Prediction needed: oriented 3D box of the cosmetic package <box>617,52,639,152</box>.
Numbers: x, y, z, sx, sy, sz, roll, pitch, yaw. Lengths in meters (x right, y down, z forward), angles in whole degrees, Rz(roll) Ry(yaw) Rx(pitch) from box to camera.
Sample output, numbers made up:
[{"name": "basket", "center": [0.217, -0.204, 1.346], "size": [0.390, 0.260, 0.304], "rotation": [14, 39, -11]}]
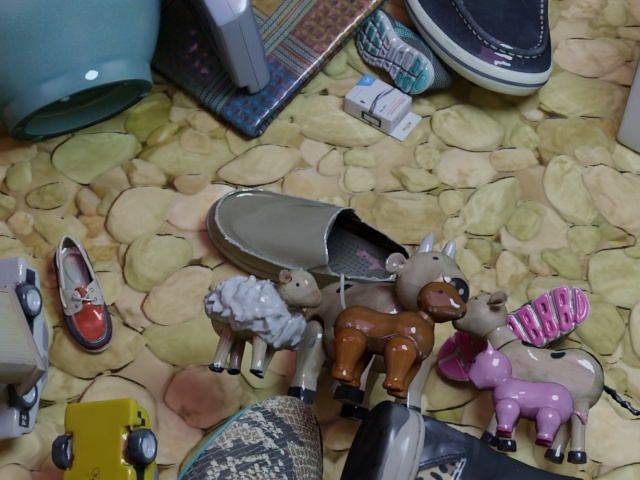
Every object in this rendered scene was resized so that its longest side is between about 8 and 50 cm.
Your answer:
[{"name": "cosmetic package", "center": [0.594, -0.256, 1.645], "size": [0.329, 0.327, 0.394], "rotation": [33, 59, 20]}]

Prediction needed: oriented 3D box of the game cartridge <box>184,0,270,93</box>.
[{"name": "game cartridge", "center": [-0.149, -0.328, 1.688], "size": [0.060, 0.196, 0.294], "rotation": [-30, 67, -2]}]

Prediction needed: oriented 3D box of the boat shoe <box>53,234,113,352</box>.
[{"name": "boat shoe", "center": [-0.256, 0.057, 1.567], "size": [0.049, 0.043, 0.137], "rotation": [-13, 57, -13]}]

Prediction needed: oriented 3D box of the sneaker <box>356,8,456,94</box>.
[{"name": "sneaker", "center": [0.105, -0.230, 1.783], "size": [0.076, 0.065, 0.166], "rotation": [0, 39, -37]}]

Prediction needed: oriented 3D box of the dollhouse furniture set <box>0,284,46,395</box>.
[{"name": "dollhouse furniture set", "center": [-0.407, 0.153, 1.415], "size": [0.161, 0.242, 0.212], "rotation": [9, 42, -45]}]

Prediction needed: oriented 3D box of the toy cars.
[{"name": "toy cars", "center": [-0.258, 0.184, 1.447], "size": [0.176, 0.087, 0.394], "rotation": [-47, 61, 7]}]

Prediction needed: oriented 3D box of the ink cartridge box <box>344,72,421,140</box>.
[{"name": "ink cartridge box", "center": [0.076, -0.159, 1.741], "size": [0.083, 0.028, 0.048], "rotation": [30, 59, 18]}]

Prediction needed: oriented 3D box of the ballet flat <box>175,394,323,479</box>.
[{"name": "ballet flat", "center": [-0.123, 0.346, 1.253], "size": [0.483, 0.164, 0.182], "rotation": [-46, 32, -18]}]

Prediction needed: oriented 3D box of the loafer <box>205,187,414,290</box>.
[{"name": "loafer", "center": [0.000, 0.000, 1.585], "size": [0.268, 0.092, 0.102], "rotation": [21, 56, 13]}]

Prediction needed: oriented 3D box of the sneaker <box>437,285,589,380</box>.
[{"name": "sneaker", "center": [0.206, 0.103, 1.542], "size": [0.170, 0.075, 0.063], "rotation": [-28, 75, 6]}]

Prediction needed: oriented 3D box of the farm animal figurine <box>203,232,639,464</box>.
[{"name": "farm animal figurine", "center": [0.099, 0.090, 1.416], "size": [0.326, 0.330, 0.172], "rotation": [0, 70, 44]}]

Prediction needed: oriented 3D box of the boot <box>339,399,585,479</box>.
[{"name": "boot", "center": [0.131, 0.354, 1.290], "size": [0.284, 0.138, 0.377], "rotation": [16, 80, -15]}]

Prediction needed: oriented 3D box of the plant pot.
[{"name": "plant pot", "center": [-0.302, -0.233, 1.655], "size": [0.293, 0.293, 0.196], "rotation": [-20, 84, -16]}]

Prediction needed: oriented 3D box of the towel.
[{"name": "towel", "center": [-0.128, -0.317, 1.809], "size": [0.370, 0.040, 0.271], "rotation": [39, 78, 21]}]

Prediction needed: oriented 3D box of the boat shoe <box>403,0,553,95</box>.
[{"name": "boat shoe", "center": [0.199, -0.391, 1.818], "size": [0.186, 0.156, 0.500], "rotation": [9, 52, -18]}]
